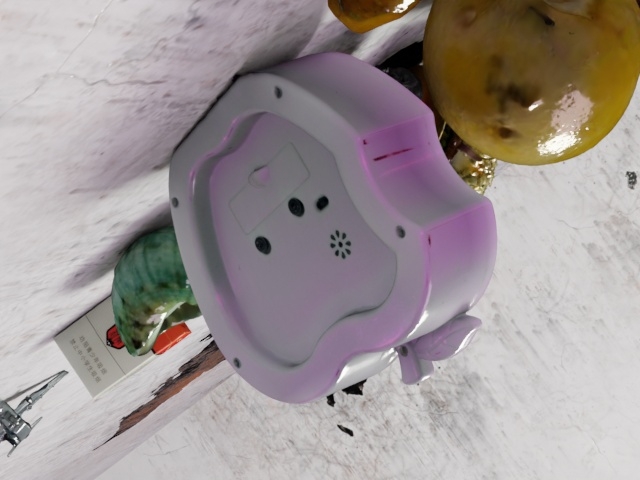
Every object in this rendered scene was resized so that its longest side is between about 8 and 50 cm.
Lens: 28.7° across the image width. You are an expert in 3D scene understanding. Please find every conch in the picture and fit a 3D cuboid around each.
[{"bbox_3d":[-0.159,0.048,1.469,0.188,0.122,0.176,-20,150,-9],"label":"conch"}]

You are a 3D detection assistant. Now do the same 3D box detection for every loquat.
[{"bbox_3d":[0.217,-0.190,1.296,0.244,0.244,0.244,-35,173,-5],"label":"loquat"}]

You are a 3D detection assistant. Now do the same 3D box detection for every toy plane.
[{"bbox_3d":[-0.456,0.269,1.850,0.226,0.058,0.226,-50,177,-18],"label":"toy plane"}]

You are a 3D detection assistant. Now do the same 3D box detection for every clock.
[{"bbox_3d":[0.000,0.000,1.176,0.102,0.338,0.338,-22,165,-42],"label":"clock"}]

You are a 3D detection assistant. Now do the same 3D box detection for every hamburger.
[{"bbox_3d":[0.124,-0.104,1.512,0.243,0.139,0.261,-50,-156,30],"label":"hamburger"}]

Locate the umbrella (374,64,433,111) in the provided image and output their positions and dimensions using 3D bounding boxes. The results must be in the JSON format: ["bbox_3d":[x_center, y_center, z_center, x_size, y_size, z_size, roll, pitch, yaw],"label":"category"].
[{"bbox_3d":[0.014,-0.102,1.362,0.154,0.128,0.337,-2,174,-22],"label":"umbrella"}]

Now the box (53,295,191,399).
[{"bbox_3d":[-0.260,0.125,1.644,0.152,0.100,0.048,-35,175,2],"label":"box"}]

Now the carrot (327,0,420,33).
[{"bbox_3d":[0.100,-0.260,0.968,0.260,0.070,0.070,-44,169,35],"label":"carrot"}]

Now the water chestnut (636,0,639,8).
[{"bbox_3d":[0.527,-0.365,1.555,0.350,0.350,0.302,-30,129,-38],"label":"water chestnut"}]
